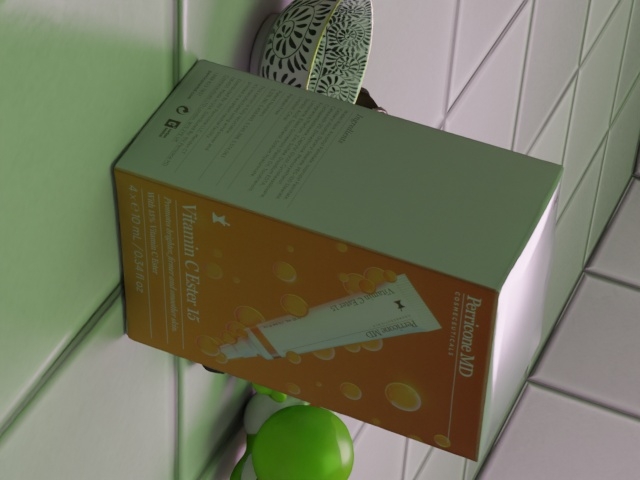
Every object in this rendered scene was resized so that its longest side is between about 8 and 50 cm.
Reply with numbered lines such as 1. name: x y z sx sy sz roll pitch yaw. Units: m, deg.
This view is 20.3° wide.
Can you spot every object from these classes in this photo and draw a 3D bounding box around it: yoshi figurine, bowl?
1. yoshi figurine: 0.017 0.149 1.981 0.362 0.203 0.203 -66 160 -5
2. bowl: -0.017 -0.174 1.721 0.170 0.080 0.170 19 90 -74

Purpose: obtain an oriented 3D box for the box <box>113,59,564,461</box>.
1. box: 0.014 0.014 1.553 0.215 0.345 0.168 91 23 -43

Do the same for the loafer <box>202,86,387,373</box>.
1. loafer: 0.000 0.000 1.869 0.134 0.130 0.366 80 32 -58
